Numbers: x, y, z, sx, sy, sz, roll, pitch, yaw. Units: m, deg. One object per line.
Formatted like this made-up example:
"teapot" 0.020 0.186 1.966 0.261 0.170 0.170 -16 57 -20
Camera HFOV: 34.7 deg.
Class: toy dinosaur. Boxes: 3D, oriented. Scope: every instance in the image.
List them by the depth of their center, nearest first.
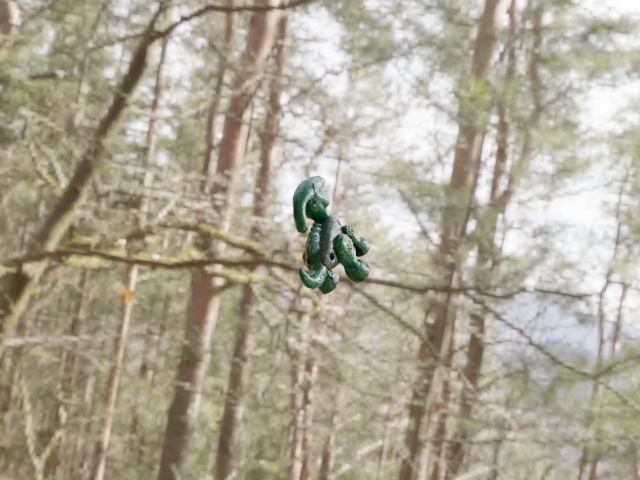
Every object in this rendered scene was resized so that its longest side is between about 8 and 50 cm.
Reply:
"toy dinosaur" 0.000 0.000 0.983 0.059 0.132 0.096 -23 -58 28
